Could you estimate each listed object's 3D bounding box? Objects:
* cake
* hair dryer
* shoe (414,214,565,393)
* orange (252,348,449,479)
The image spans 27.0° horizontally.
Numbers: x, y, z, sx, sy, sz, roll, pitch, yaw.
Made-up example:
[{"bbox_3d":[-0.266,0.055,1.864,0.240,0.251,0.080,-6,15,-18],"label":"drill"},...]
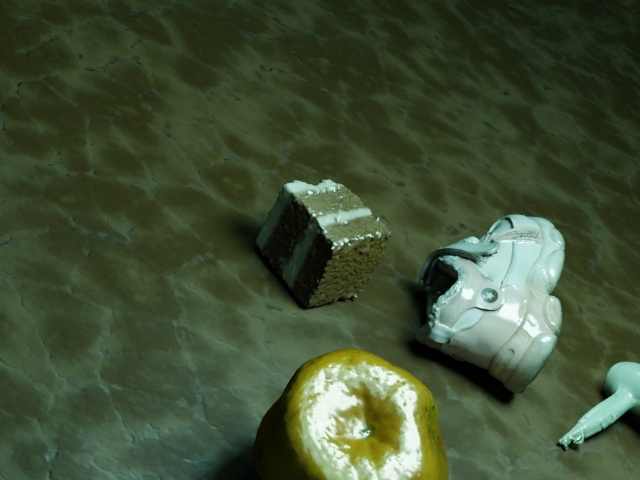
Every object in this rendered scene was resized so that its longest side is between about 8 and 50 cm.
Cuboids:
[{"bbox_3d":[0.000,0.000,1.937,0.147,0.135,0.135,42,32,28],"label":"cake"},{"bbox_3d":[0.454,0.266,1.965,0.237,0.075,0.206,-19,24,-29],"label":"hair dryer"},{"bbox_3d":[0.254,0.060,2.021,0.198,0.172,0.351,22,31,-9],"label":"shoe"},{"bbox_3d":[0.040,0.259,1.564,0.248,0.183,0.249,10,53,-14],"label":"orange"}]
